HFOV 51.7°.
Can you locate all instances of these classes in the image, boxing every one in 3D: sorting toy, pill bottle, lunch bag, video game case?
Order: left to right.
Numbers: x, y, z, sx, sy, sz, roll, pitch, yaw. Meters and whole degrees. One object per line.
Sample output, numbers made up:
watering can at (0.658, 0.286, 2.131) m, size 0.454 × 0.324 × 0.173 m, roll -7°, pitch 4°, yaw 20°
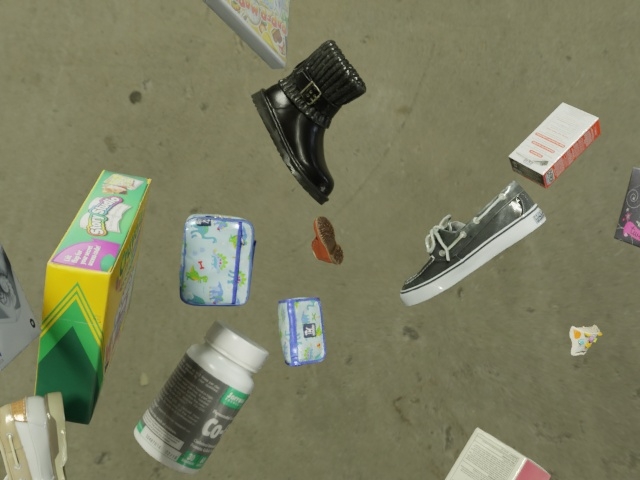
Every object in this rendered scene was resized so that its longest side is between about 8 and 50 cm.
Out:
pill bottle at (-0.305, 0.402, 1.730) m, size 0.204 × 0.204 × 0.361 m, roll 32°, pitch 84°, yaw 13°
lunch bag at (-0.244, 0.046, 1.575) m, size 0.176 × 0.090 × 0.219 m, roll 6°, pitch 96°, yaw -13°
video game case at (-0.098, -0.364, 0.848) m, size 0.026 × 0.227 × 0.206 m, roll -3°, pitch 75°, yaw 24°
lunch bag at (-0.040, 0.177, 1.300) m, size 0.096 × 0.151 × 0.128 m, roll -7°, pitch 84°, yaw 10°
sorting toy at (0.653, 0.252, 1.638) m, size 0.045 × 0.083 × 0.075 m, roll 46°, pitch 128°, yaw 52°

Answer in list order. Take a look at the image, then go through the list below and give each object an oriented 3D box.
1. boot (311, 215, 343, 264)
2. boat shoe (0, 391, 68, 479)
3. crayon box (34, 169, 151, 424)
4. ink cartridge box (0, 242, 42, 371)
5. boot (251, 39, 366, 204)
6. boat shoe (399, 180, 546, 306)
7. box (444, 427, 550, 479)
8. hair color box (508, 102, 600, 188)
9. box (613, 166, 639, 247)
boot at (0.000, 0.000, 1.824) m, size 0.085 × 0.158 × 0.059 m, roll 7°, pitch 41°, yaw 36°
boat shoe at (-0.450, 0.387, 1.036) m, size 0.103 × 0.113 × 0.302 m, roll -4°, pitch 98°, yaw -24°
crayon box at (-0.406, 0.087, 1.202) m, size 0.106 × 0.363 × 0.313 m, roll 13°, pitch 117°, yaw -11°
ink cartridge box at (-0.439, 0.055, 0.808) m, size 0.045 × 0.223 × 0.224 m, roll -22°, pitch 102°, yaw -1°
boot at (0.010, -0.289, 1.614) m, size 0.260 × 0.131 × 0.348 m, roll -29°, pitch 85°, yaw 10°
boat shoe at (0.246, 0.008, 1.187) m, size 0.306 × 0.113 × 0.105 m, roll -39°, pitch 87°, yaw 35°
box at (0.368, 0.561, 1.455) m, size 0.232 × 0.127 × 0.149 m, roll -56°, pitch 35°, yaw -7°
hair color box at (0.480, -0.195, 1.355) m, size 0.167 × 0.053 × 0.093 m, roll -43°, pitch 48°, yaw -6°
box at (0.724, -0.039, 1.282) m, size 0.142 × 0.247 × 0.163 m, roll 5°, pitch 104°, yaw -19°
